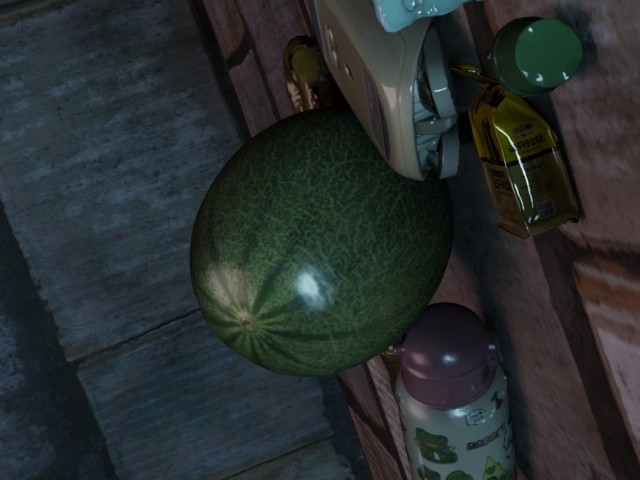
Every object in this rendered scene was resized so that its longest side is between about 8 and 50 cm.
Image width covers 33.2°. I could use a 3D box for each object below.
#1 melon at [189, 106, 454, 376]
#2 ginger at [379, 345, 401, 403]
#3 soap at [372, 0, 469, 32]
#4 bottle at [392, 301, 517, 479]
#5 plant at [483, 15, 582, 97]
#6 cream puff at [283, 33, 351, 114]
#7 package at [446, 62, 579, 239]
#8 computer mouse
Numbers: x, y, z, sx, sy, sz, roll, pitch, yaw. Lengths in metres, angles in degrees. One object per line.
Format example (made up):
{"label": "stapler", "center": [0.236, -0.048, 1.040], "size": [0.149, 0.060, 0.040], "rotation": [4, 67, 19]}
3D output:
{"label": "melon", "center": [0.000, 0.000, 1.021], "size": [0.301, 0.237, 0.237], "rotation": [-50, -52, -54]}
{"label": "ginger", "center": [0.146, 0.229, 1.376], "size": [0.290, 0.089, 0.137], "rotation": [64, 154, 5]}
{"label": "soap", "center": [0.059, -0.231, 0.610], "size": [0.063, 0.115, 0.198], "rotation": [-120, 13, -56]}
{"label": "bottle", "center": [0.139, 0.172, 1.115], "size": [0.120, 0.120, 0.253], "rotation": [-118, 12, -48]}
{"label": "plant", "center": [0.128, -0.114, 0.673], "size": [0.102, 0.051, 0.051], "rotation": [-130, 20, -84]}
{"label": "cream puff", "center": [0.010, -0.176, 1.258], "size": [0.149, 0.084, 0.149], "rotation": [161, 90, -79]}
{"label": "package", "center": [0.135, -0.069, 0.756], "size": [0.071, 0.047, 0.131], "rotation": [-122, 12, -82]}
{"label": "computer mouse", "center": [0.060, -0.158, 0.930], "size": [0.145, 0.082, 0.236], "rotation": [78, 168, -46]}
